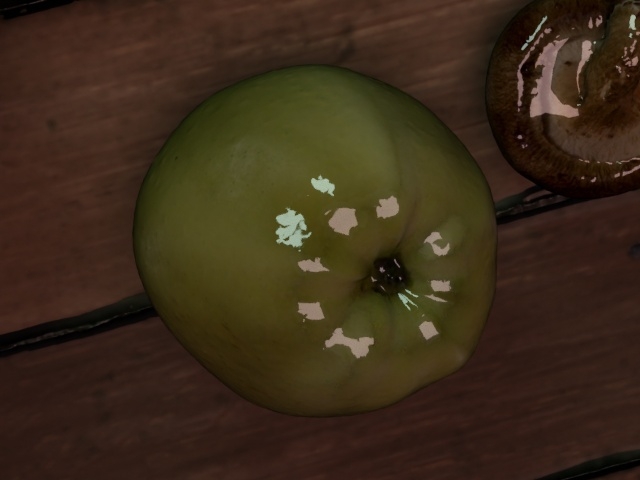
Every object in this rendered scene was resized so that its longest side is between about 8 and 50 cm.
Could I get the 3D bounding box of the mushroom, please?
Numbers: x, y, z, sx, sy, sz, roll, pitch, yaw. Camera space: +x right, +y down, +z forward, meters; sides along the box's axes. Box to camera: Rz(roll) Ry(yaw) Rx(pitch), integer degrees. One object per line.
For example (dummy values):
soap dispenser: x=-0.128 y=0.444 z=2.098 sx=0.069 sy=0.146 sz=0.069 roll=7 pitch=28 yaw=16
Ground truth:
mushroom: x=0.151 y=-0.080 z=0.716 sx=0.127 sy=0.087 sz=0.127 roll=-1 pitch=104 yaw=-5

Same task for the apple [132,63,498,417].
apple: x=0.000 y=0.000 z=0.679 sx=0.200 sy=0.200 sz=0.200 roll=-2 pitch=108 yaw=-6
